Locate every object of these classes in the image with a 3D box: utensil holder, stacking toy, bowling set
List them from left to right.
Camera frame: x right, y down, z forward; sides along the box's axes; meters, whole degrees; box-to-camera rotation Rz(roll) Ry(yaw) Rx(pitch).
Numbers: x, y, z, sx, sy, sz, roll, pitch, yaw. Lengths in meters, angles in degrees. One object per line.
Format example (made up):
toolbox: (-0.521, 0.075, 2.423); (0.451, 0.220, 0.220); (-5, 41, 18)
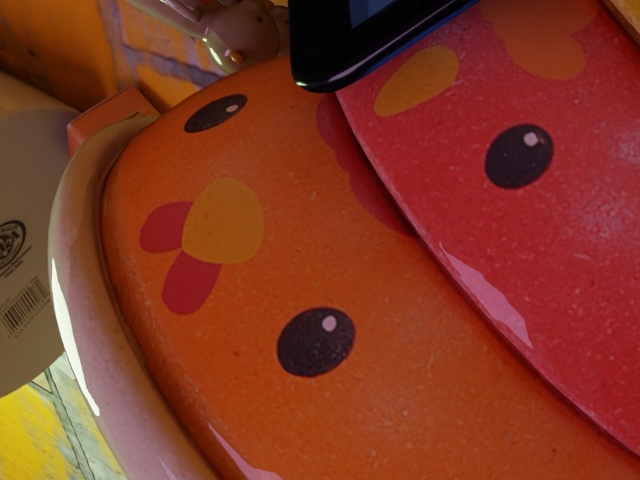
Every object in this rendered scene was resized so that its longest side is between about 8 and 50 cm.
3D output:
utensil holder: (-0.433, -0.053, 1.123); (0.385, 0.327, 0.328); (24, 139, 28)
bowling set: (-0.034, -0.207, 0.678); (0.154, 0.200, 0.287); (35, -167, -16)
stacking toy: (0.148, -0.058, 0.488); (0.350, 0.350, 0.480); (46, 110, 3)

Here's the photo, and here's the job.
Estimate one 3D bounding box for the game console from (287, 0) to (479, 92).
game console: (0.062, -0.241, 0.413); (0.293, 0.173, 0.250); (-31, 97, 23)

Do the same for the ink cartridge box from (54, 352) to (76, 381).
ink cartridge box: (-0.275, 0.114, 1.342); (0.099, 0.056, 0.135); (35, 144, 18)

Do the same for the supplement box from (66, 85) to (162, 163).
supplement box: (-0.124, -0.022, 0.999); (0.233, 0.080, 0.078); (46, 154, 13)
